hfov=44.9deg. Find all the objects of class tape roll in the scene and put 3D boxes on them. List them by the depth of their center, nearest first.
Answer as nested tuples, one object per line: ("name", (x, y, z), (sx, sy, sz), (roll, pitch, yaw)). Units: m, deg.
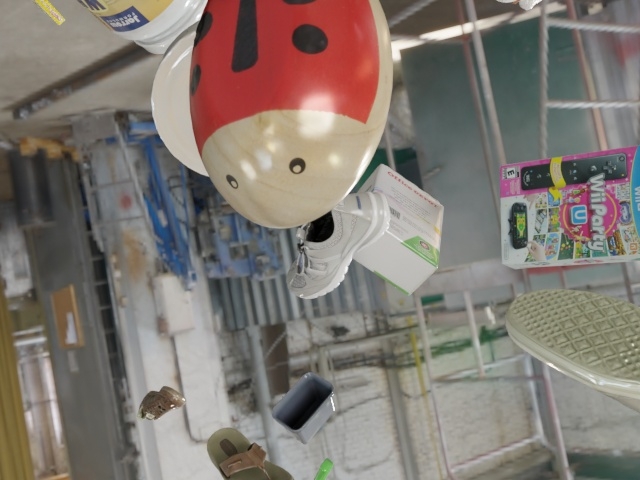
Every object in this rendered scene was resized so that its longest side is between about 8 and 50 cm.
("tape roll", (-0.160, -0.257, 1.400), (0.286, 0.286, 0.100), (-10, -155, -2))

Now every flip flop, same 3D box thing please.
("flip flop", (-0.154, 0.448, 1.581), (0.112, 0.080, 0.277), (-26, -151, -24))

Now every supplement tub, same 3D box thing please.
("supplement tub", (-0.354, -0.507, 1.391), (0.228, 0.228, 0.316), (-13, 149, 28))

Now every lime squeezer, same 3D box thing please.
("lime squeezer", (-0.016, 0.417, 1.246), (0.059, 0.110, 0.310), (23, 160, 15))

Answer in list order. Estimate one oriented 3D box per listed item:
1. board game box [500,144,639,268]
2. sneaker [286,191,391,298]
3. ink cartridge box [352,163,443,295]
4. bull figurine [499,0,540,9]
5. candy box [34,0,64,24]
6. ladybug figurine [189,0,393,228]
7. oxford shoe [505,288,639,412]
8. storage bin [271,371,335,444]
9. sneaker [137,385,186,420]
("board game box", (0.532, -0.063, 1.603), (0.303, 0.224, 0.097), (-6, 167, 32))
("sneaker", (0.000, 0.000, 1.319), (0.115, 0.105, 0.281), (10, 140, -28))
("ink cartridge box", (0.178, -0.033, 1.858), (0.117, 0.201, 0.278), (-50, -168, 32))
("bull figurine", (0.289, -0.537, 1.453), (0.310, 0.188, 0.101), (7, -172, 12))
("candy box", (-0.731, -0.624, 2.008), (0.027, 0.105, 0.206), (-43, -139, -5))
("ladybug figurine", (-0.060, -0.240, 1.062), (0.305, 0.449, 0.162), (-16, 152, 24))
("oxford shoe", (0.474, 0.193, 1.103), (0.449, 0.130, 0.169), (19, -131, 28))
("storage bin", (-0.033, 0.366, 1.671), (0.098, 0.091, 0.135), (26, -121, 34))
("sneaker", (-0.369, 0.386, 1.791), (0.188, 0.066, 0.071), (-27, -153, 57))
